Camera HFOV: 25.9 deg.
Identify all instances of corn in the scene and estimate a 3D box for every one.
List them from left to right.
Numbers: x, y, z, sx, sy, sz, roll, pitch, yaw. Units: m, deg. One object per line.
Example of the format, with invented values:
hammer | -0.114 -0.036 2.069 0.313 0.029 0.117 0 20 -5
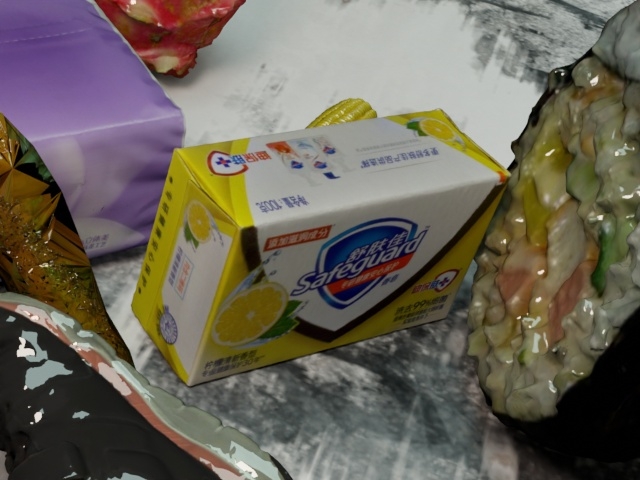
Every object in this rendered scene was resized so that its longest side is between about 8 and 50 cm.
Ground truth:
corn | 0.004 -0.071 1.262 0.072 0.072 0.203 24 35 9

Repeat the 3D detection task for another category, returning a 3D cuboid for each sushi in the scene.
sushi | 0.299 0.020 1.059 0.285 0.328 0.328 19 33 -18

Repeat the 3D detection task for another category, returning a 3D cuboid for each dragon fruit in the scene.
dragon fruit | -0.149 -0.287 1.330 0.210 0.268 0.205 31 20 -37

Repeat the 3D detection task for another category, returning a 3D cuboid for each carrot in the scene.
carrot | -0.191 0.018 0.952 0.069 0.228 0.069 -21 19 7

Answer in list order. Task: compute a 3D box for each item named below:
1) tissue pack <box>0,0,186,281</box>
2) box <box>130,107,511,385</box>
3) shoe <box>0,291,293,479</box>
tissue pack | -0.300 -0.084 1.067 0.338 0.160 0.242 -16 48 -38
box | 0.000 0.000 1.083 0.265 0.168 0.097 -11 47 -36
shoe | -0.154 0.145 0.874 0.291 0.114 0.137 33 43 14
